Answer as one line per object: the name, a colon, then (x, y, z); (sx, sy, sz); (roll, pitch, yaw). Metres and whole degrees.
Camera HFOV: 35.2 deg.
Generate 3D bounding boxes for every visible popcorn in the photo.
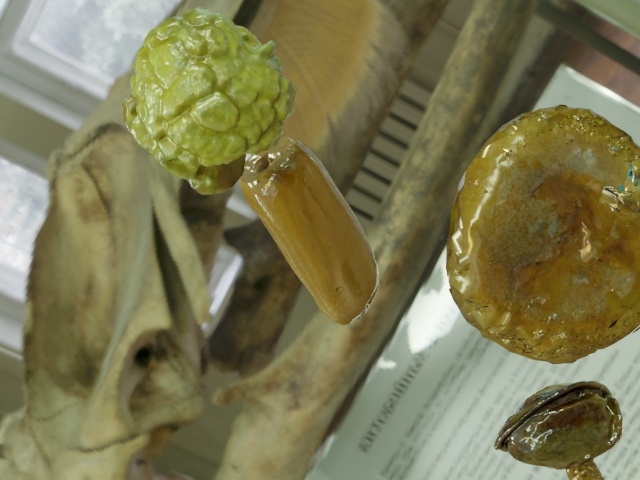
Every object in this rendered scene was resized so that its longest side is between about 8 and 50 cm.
popcorn: (-0.158, -0.181, 1.315); (0.251, 0.206, 0.237); (-28, 60, 49)

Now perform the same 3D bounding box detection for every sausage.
sausage: (0.004, 0.000, 1.561); (0.116, 0.354, 0.134); (0, 46, 40)

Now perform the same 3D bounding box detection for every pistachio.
pistachio: (0.361, 0.286, 1.530); (0.130, 0.210, 0.165); (-120, 26, -54)

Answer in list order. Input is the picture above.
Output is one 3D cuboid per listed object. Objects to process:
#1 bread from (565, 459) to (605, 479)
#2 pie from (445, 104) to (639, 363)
bread: (0.417, 0.360, 1.615); (0.052, 0.044, 0.157); (-52, 31, 31)
pie: (0.247, -0.003, 1.035); (0.273, 0.273, 0.069); (-62, 14, 7)
